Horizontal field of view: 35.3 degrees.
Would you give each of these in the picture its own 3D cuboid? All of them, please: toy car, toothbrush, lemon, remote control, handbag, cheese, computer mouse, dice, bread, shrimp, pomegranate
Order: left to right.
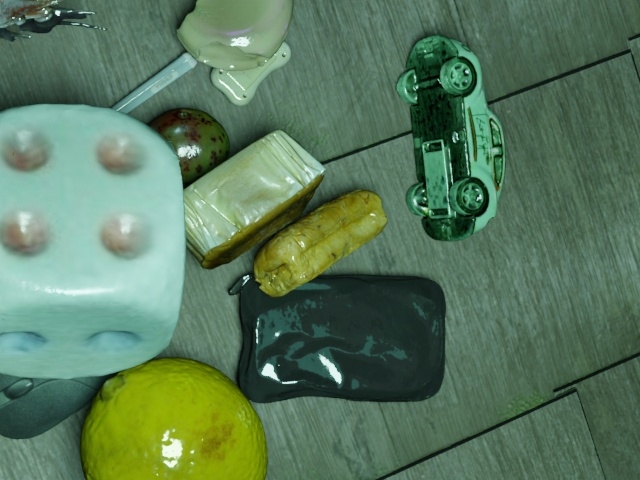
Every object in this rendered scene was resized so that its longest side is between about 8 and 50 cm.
[{"bbox_3d":[-0.457,-0.321,1.333,0.343,0.145,0.116,1,117,-11],"label":"shrimp"},{"bbox_3d":[-0.377,0.179,1.392,0.379,0.090,0.167,-37,99,-9],"label":"computer mouse"},{"bbox_3d":[-0.318,0.008,1.253,0.262,0.265,0.268,0,63,-19],"label":"dice"},{"bbox_3d":[-0.315,-0.161,1.422,0.342,0.030,0.025,-39,125,-11],"label":"toothbrush"},{"bbox_3d":[-0.196,0.285,1.357,0.267,0.267,0.267,-1,92,-15],"label":"lemon"},{"bbox_3d":[-0.190,-0.122,1.414,0.130,0.130,0.130,-1,92,-15],"label":"pomegranate"},{"bbox_3d":[-0.118,-0.386,1.440,0.163,0.082,0.286,3,75,-3],"label":"cheese"},{"bbox_3d":[-0.101,-0.049,1.400,0.210,0.192,0.110,-34,86,-14],"label":"bread"},{"bbox_3d":[-0.102,-0.257,1.476,0.074,0.032,0.122,45,80,-12],"label":"remote control"},{"bbox_3d":[0.000,0.000,1.445,0.211,0.114,0.083,-31,87,-38],"label":"bread"},{"bbox_3d":[0.025,0.145,1.502,0.332,0.075,0.192,2,89,-13],"label":"handbag"},{"bbox_3d":[0.207,-0.153,1.515,0.125,0.136,0.306,-5,92,-28],"label":"toy car"}]
